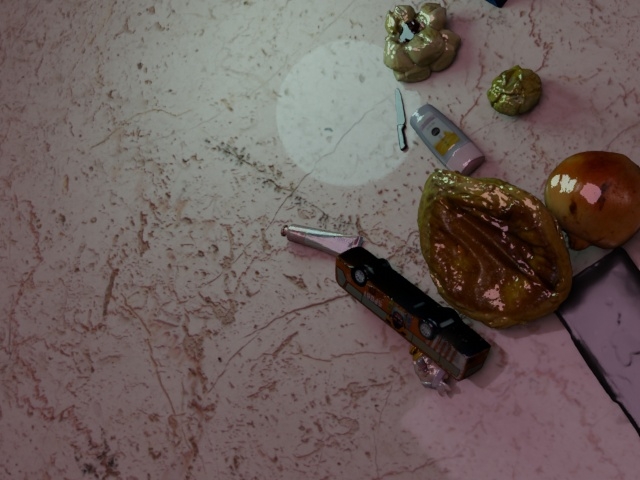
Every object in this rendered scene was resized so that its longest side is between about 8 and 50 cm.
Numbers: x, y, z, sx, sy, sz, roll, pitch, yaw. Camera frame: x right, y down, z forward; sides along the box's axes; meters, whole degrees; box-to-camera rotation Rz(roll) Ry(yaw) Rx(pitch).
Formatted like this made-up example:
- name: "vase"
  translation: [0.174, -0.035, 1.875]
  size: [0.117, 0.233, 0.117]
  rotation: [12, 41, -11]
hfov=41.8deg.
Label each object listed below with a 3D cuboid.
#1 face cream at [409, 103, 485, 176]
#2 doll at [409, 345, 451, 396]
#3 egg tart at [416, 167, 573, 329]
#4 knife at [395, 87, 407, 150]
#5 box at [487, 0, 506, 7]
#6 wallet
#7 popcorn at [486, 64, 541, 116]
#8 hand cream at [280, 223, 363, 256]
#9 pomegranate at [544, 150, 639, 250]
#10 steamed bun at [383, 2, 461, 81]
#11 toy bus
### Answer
- name: "face cream"
  translation: [0.289, -0.231, 1.942]
  size: [0.084, 0.057, 0.198]
  rotation: [-45, 61, 10]
- name: "doll"
  translation: [0.236, 0.277, 1.810]
  size: [0.073, 0.084, 0.127]
  rotation: [-41, 53, 14]
- name: "egg tart"
  translation: [0.364, 0.014, 1.738]
  size: [0.352, 0.153, 0.339]
  rotation: [13, 117, 36]
- name: "knife"
  translation: [0.194, -0.296, 2.036]
  size: [0.023, 0.010, 0.170]
  rotation: [-13, 69, 24]
- name: "box"
  translation: [0.395, -0.740, 2.003]
  size: [0.279, 0.116, 0.261]
  rotation: [41, 95, 28]
- name: "wallet"
  translation: [0.621, 0.208, 1.653]
  size: [0.197, 0.051, 0.377]
  rotation: [-36, 64, 11]
- name: "popcorn"
  translation: [0.431, -0.337, 1.872]
  size: [0.121, 0.106, 0.116]
  rotation: [7, 89, 28]
- name: "hand cream"
  translation: [0.000, 0.000, 2.037]
  size: [0.210, 0.043, 0.067]
  rotation: [14, 82, 24]
- name: "pomegranate"
  translation: [0.557, -0.083, 1.688]
  size: [0.209, 0.209, 0.209]
  rotation: [-8, 73, 25]
- name: "steamed bun"
  translation: [0.236, -0.485, 2.012]
  size: [0.193, 0.106, 0.177]
  rotation: [-6, 75, 24]
- name: "toy bus"
  translation: [0.190, 0.149, 1.838]
  size: [0.409, 0.093, 0.092]
  rotation: [38, 133, 35]
